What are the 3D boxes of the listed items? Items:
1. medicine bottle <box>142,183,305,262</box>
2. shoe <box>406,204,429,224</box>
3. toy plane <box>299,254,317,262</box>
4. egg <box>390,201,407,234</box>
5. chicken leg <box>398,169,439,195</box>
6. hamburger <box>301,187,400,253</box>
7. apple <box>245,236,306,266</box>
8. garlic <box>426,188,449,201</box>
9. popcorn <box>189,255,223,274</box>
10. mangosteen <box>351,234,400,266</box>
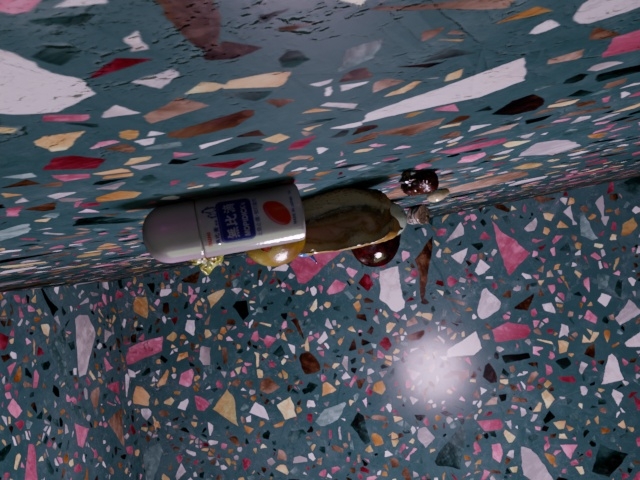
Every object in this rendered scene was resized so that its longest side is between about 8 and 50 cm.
[{"bbox_3d":[-0.210,-0.034,1.291,0.340,0.131,0.130,-10,177,-9],"label":"medicine bottle"},{"bbox_3d":[0.426,-0.115,2.665,0.092,0.089,0.180,1,180,25],"label":"shoe"},{"bbox_3d":[0.000,0.000,2.347,0.271,0.105,0.254,-46,178,-43],"label":"toy plane"},{"bbox_3d":[0.246,-0.074,2.180,0.131,0.132,0.164,-13,178,34],"label":"egg"},{"bbox_3d":[0.256,-0.152,1.562,0.105,0.051,0.253,-6,175,11],"label":"chicken leg"},{"bbox_3d":[0.069,-0.054,1.658,0.329,0.162,0.209,-15,178,27],"label":"hamburger"},{"bbox_3d":[-0.117,-0.020,1.522,0.155,0.183,0.182,-22,171,35],"label":"apple"},{"bbox_3d":[0.414,-0.159,2.101,0.083,0.041,0.053,-19,-179,12],"label":"garlic"},{"bbox_3d":[-0.439,0.049,2.303,0.141,0.163,0.136,11,-143,9],"label":"popcorn"},{"bbox_3d":[0.198,-0.010,2.454,0.261,0.236,0.235,7,168,-30],"label":"mangosteen"}]
